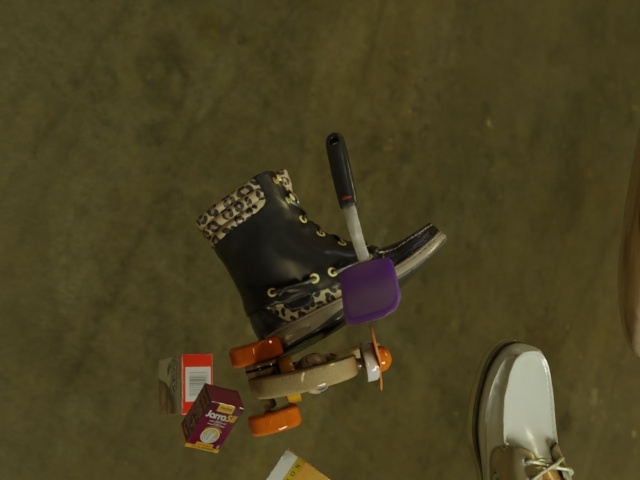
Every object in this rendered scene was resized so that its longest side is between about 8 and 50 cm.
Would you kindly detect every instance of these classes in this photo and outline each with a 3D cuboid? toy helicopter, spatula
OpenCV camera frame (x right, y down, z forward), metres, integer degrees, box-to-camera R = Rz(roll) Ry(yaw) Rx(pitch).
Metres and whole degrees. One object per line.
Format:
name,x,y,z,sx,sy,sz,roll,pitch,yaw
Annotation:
toy helicopter,0.028,0.199,1.553,0.355,0.234,0.140,-5,78,-67
spatula,0.048,-0.025,1.363,0.030,0.084,0.297,45,31,-67

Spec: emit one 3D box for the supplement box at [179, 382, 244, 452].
supplement box,-0.150,0.245,1.319,0.055,0.043,0.083,20,111,-29

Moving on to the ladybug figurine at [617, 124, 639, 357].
ladybug figurine,0.376,-0.077,0.834,0.305,0.161,0.450,-37,137,-50

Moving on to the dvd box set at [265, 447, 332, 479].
dvd box set,0.038,0.541,1.359,0.308,0.420,0.062,-54,163,-12

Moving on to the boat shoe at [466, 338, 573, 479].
boat shoe,0.232,0.264,1.069,0.113,0.103,0.303,-1,92,-28

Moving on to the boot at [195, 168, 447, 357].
boot,0.000,0.000,1.627,0.377,0.138,0.284,-32,77,-14

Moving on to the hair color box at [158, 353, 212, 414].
hair color box,-0.217,0.231,1.529,0.053,0.167,0.093,2,79,-20
